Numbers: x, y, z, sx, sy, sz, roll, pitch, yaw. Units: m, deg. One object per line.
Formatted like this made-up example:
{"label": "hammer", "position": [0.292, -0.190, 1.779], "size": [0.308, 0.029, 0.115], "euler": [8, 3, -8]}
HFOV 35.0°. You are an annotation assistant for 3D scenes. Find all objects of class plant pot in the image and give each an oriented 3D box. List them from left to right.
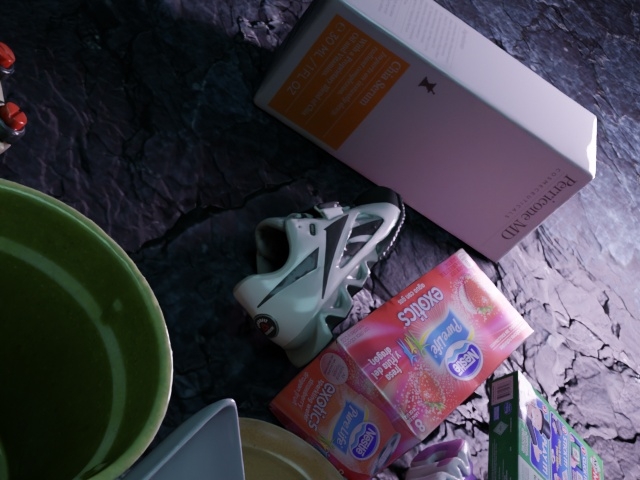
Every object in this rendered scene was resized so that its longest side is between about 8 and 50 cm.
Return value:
{"label": "plant pot", "position": [-0.294, 0.132, 0.804], "size": [0.276, 0.254, 0.276], "euler": [21, 44, -22]}
{"label": "plant pot", "position": [-0.055, 0.283, 1.022], "size": [0.236, 0.032, 0.236], "euler": [26, 33, -19]}

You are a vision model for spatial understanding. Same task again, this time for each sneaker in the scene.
{"label": "sneaker", "position": [0.000, 0.000, 1.274], "size": [0.146, 0.122, 0.330], "euler": [41, 39, -5]}
{"label": "sneaker", "position": [0.121, 0.324, 1.117], "size": [0.104, 0.095, 0.236], "euler": [59, 42, -9]}

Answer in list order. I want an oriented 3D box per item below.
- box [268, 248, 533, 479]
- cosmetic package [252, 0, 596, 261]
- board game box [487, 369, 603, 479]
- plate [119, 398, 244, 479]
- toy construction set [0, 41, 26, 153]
{"label": "box", "position": [0.102, 0.149, 1.204], "size": [0.142, 0.154, 0.300], "euler": [50, 38, 8]}
{"label": "cosmetic package", "position": [0.158, -0.191, 1.497], "size": [0.453, 0.230, 0.161], "euler": [32, 41, -12]}
{"label": "board game box", "position": [0.273, 0.341, 1.207], "size": [0.213, 0.046, 0.317], "euler": [47, 34, -27]}
{"label": "plate", "position": [-0.150, 0.283, 0.722], "size": [0.045, 0.278, 0.277], "euler": [19, 40, 29]}
{"label": "toy construction set", "position": [-0.427, -0.182, 1.058], "size": [0.215, 0.151, 0.327], "euler": [36, 41, -49]}
